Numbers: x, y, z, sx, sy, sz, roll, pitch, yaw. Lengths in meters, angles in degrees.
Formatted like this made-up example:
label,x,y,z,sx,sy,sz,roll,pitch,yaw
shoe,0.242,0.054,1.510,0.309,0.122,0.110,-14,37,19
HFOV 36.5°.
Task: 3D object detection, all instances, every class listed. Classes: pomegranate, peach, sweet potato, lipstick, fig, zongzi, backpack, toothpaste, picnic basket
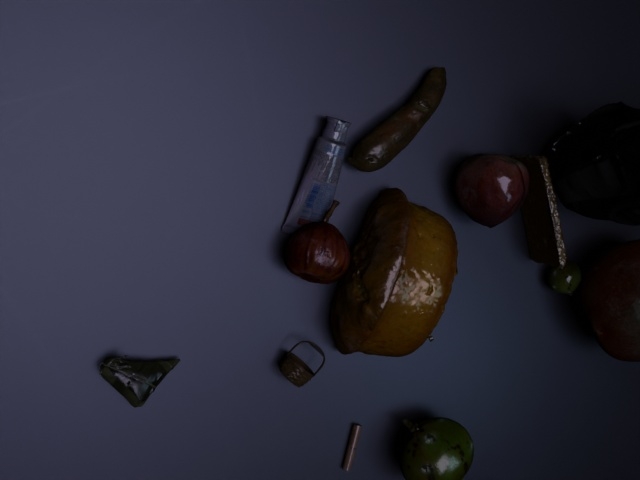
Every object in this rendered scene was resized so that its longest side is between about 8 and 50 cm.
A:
label,x,y,z,sx,sy,sz,roll,pitch,yaw
pomegranate,0.513,0.077,2.024,0.084,0.073,0.073,15,91,-57
peach,0.343,-0.097,1.903,0.152,0.152,0.152,-2,96,-19
sweet potato,0.162,-0.229,1.867,0.273,0.075,0.075,-46,107,-12
lipstick,0.063,0.411,1.924,0.019,0.019,0.094,14,90,-20
pomegranate,0.234,0.453,1.925,0.156,0.156,0.220,-19,111,-16
fig,-0.009,0.012,1.805,0.128,0.128,0.150,-16,102,-17
zongzi,-0.331,0.226,1.756,0.109,0.055,0.119,46,69,-16
backpack,0.643,-0.145,1.838,0.363,0.445,0.255,4,85,-34
toothpaste,0.001,-0.117,1.834,0.089,0.057,0.234,14,98,-21
picnic basket,-0.033,0.231,1.845,0.072,0.072,0.083,40,95,-18
peach,0.653,0.127,1.987,0.252,0.252,0.253,-2,96,-19

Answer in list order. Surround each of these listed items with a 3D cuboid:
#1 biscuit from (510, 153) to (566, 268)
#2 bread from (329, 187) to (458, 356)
label,x,y,z,sx,sy,sz,roll,pitch,yaw
biscuit,0.440,-0.061,1.947,0.025,0.131,0.231,-16,102,-14
bread,0.150,0.080,1.836,0.194,0.179,0.340,22,89,-20
